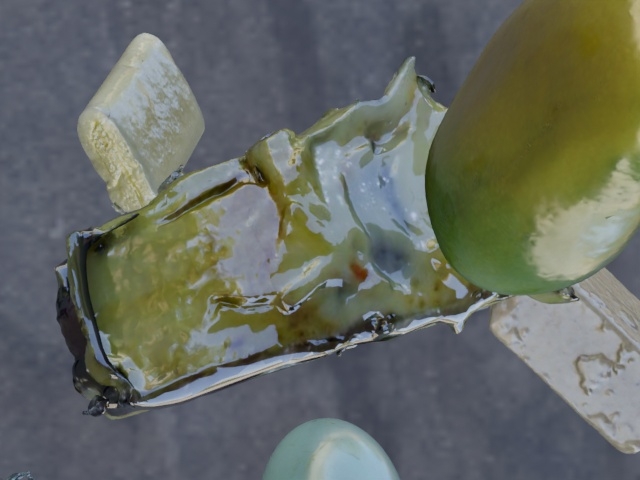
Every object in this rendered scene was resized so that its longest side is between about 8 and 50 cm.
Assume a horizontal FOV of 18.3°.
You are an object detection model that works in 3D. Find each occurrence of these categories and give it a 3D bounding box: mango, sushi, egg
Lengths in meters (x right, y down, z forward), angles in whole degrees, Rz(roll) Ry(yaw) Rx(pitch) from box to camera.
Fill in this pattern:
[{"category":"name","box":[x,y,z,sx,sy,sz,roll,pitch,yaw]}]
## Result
[{"category":"mango","box":[0.105,-0.049,0.794,0.085,0.191,0.122,29,54,-12]},{"category":"sushi","box":[0.002,-0.002,1.020,0.291,0.131,0.139,-15,80,-15]},{"category":"egg","box":[0.013,0.305,2.167,0.168,0.168,0.231,32,45,-52]}]

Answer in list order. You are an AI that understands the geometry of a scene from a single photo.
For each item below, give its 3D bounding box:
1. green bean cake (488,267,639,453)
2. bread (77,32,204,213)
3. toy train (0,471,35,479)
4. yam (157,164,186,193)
[{"category":"green bean cake","box":[0.226,0.082,1.661,0.179,0.085,0.109,44,22,-6]},{"category":"bread","box":[-0.188,-0.121,2.083,0.139,0.060,0.178,63,28,-23]},{"category":"toy train","box":[-0.294,0.202,1.305,0.228,0.091,0.136,-30,137,-13]},{"category":"yam","box":[-0.058,0.002,1.360,0.129,0.033,0.027,43,70,1]}]
